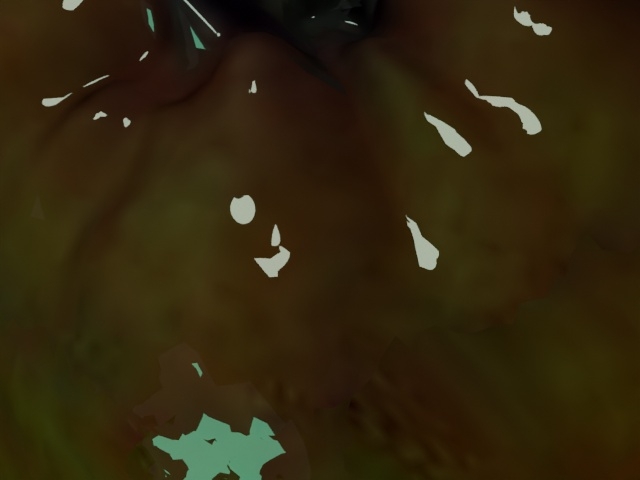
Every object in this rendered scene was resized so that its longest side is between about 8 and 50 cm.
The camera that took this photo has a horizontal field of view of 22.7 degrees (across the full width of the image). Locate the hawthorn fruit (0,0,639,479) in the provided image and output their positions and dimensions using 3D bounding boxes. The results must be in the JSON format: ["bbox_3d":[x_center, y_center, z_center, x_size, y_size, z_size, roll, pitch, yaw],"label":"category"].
[{"bbox_3d":[0.000,0.000,0.719,0.471,0.472,0.472,20,144,15],"label":"hawthorn fruit"}]
